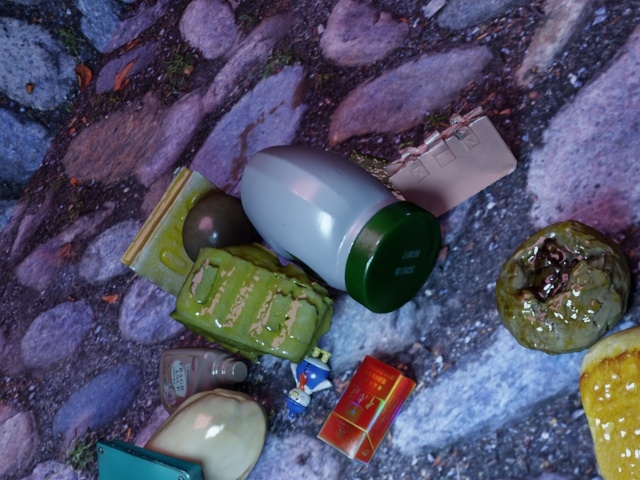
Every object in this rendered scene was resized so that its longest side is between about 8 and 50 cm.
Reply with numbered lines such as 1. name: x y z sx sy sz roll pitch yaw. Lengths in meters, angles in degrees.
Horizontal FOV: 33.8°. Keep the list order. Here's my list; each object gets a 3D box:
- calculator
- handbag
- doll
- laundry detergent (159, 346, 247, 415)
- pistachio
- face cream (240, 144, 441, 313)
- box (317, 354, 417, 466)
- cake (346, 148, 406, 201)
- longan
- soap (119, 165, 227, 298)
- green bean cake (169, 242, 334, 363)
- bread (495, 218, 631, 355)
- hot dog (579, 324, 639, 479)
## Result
1. calculator: -0.306 0.500 1.936 0.248 0.274 0.058 7 20 32
2. handbag: 0.242 -0.142 1.951 0.212 0.157 0.059 -32 40 15
3. doll: -0.026 0.271 1.998 0.099 0.057 0.143 25 84 33
4. laundry detergent: -0.238 0.304 2.165 0.237 0.076 0.171 -2 88 46
5. pistachio: -0.222 0.401 2.008 0.299 0.187 0.187 -47 35 19
6. face cream: 0.029 -0.035 1.979 0.357 0.312 0.219 31 80 36
7. box: 0.080 0.298 1.856 0.112 0.048 0.175 19 75 53
8. cake: 0.156 -0.098 2.134 0.235 0.099 0.100 20 74 32
9. longan: -0.234 -0.013 2.402 0.204 0.159 0.185 108 -174 -47
10. soap: -0.330 -0.018 2.489 0.089 0.173 0.274 23 78 52
11. green bean cake: -0.114 0.127 2.051 0.310 0.285 0.202 90 -157 -76
12. bread: 0.376 0.069 1.663 0.230 0.123 0.230 -31 37 28
13. hot dog: 0.465 0.294 1.247 0.185 0.223 0.405 -31 66 55
